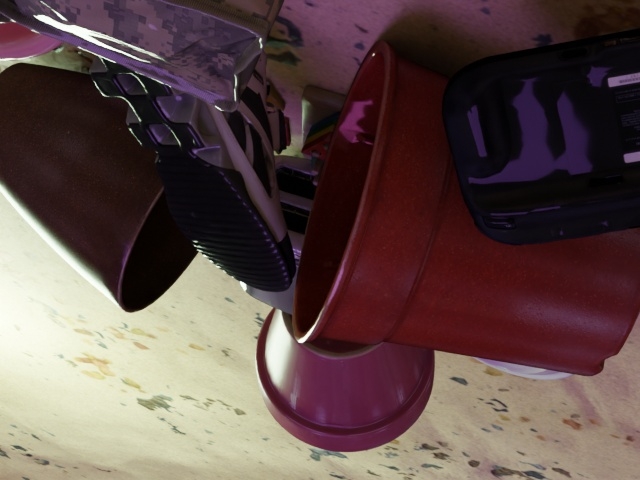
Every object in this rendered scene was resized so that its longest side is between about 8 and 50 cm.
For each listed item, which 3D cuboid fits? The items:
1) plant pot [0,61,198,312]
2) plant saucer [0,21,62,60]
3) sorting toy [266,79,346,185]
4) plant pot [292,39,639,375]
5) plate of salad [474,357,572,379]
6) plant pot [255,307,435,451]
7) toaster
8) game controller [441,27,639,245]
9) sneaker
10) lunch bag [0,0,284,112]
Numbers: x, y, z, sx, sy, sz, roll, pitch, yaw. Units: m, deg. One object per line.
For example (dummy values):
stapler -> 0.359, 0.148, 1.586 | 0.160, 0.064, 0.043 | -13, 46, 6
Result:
plant pot -> -0.229, -0.079, 1.904 | 0.230, 0.215, 0.215 | 31, 160, 13
plant saucer -> -0.330, -0.290, 1.581 | 0.332, 0.084, 0.332 | 19, 149, 12
sorting toy -> 0.033, -0.085, 1.835 | 0.275, 0.046, 0.132 | 18, 157, 7
plant pot -> 0.140, -0.010, 1.673 | 0.265, 0.272, 0.272 | 15, 158, -9
plate of salad -> 0.199, 0.085, 2.075 | 0.200, 0.048, 0.200 | 22, 150, 14
plant pot -> 0.025, 0.107, 2.080 | 0.201, 0.201, 0.180 | 16, 153, 11
toaster -> 0.000, 0.000, 1.952 | 0.227, 0.129, 0.146 | 19, 154, 13
game controller -> 0.258, -0.088, 1.470 | 0.319, 0.067, 0.166 | -10, 115, 12
sneaker -> -0.080, -0.102, 1.704 | 0.122, 0.146, 0.330 | 8, 136, 39
lunch bag -> -0.142, -0.259, 1.342 | 0.287, 0.235, 0.169 | 22, 160, -5
